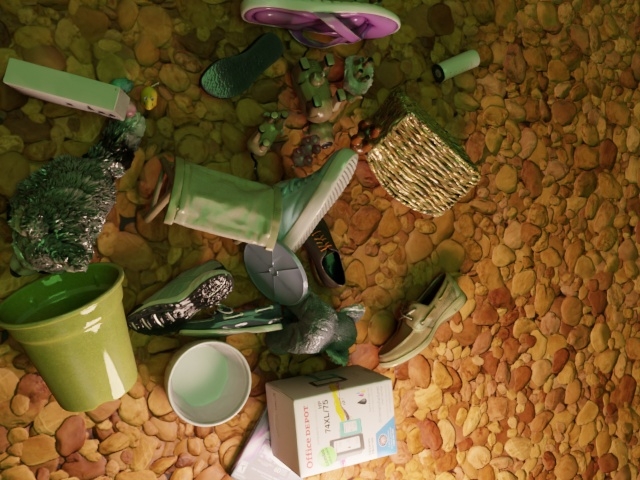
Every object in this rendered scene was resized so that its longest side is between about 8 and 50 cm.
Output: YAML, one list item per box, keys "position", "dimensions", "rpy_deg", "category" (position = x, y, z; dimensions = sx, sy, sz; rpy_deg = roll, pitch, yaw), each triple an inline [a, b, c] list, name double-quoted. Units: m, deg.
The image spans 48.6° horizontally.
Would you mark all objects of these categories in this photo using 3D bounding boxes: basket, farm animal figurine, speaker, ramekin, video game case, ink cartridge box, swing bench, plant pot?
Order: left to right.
- position: [-0.523, 0.221, 1.543]
  dimensions: [0.276, 0.276, 0.253]
  rpy_deg: [-24, 113, -22]
  category: "plant pot"
- position: [-0.282, 0.338, 1.724]
  dimensions: [0.207, 0.109, 0.207]
  rpy_deg: [-1, 93, -24]
  category: "ramekin"
- position: [-0.246, -0.088, 1.640]
  dimensions: [0.253, 0.255, 0.165]
  rpy_deg: [16, 85, -25]
  category: "swing bench"
- position: [-0.094, 0.531, 1.867]
  dimensions: [0.196, 0.026, 0.274]
  rpy_deg: [33, 80, -23]
  category: "video game case"
- position: [-0.025, -0.319, 1.792]
  dimensions: [0.331, 0.172, 0.326]
  rpy_deg: [2, 79, -17]
  category: "farm animal figurine"
- position: [0.024, 0.449, 1.795]
  dimensions: [0.270, 0.197, 0.198]
  rpy_deg: [-7, 95, -24]
  category: "ink cartridge box"
- position: [0.257, -0.230, 1.957]
  dimensions: [0.299, 0.223, 0.213]
  rpy_deg: [37, 110, -22]
  category: "basket"
- position: [0.389, -0.500, 2.025]
  dimensions: [0.136, 0.055, 0.055]
  rpy_deg: [-27, 103, -21]
  category: "speaker"

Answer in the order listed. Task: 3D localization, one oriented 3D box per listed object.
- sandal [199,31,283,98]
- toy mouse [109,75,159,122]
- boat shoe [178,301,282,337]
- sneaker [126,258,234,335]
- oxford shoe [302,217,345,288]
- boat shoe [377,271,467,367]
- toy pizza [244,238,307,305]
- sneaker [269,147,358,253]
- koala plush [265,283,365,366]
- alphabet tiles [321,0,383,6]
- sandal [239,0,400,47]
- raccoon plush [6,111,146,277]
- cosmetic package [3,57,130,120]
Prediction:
- position: [-0.197, -0.429, 1.766]
  dimensions: [0.254, 0.055, 0.097]
  rpy_deg: [-39, 115, -28]
  category: "sandal"
- position: [-0.448, -0.334, 1.623]
  dimensions: [0.143, 0.031, 0.160]
  rpy_deg: [7, 51, -15]
  category: "toy mouse"
- position: [-0.220, 0.195, 1.745]
  dimensions: [0.255, 0.095, 0.079]
  rpy_deg: [-5, 80, -4]
  category: "boat shoe"
- position: [-0.340, 0.137, 1.703]
  dimensions: [0.272, 0.108, 0.100]
  rpy_deg: [-28, 130, -6]
  category: "sneaker"
- position: [0.000, 0.000, 1.844]
  dimensions: [0.097, 0.098, 0.271]
  rpy_deg: [-32, 105, -20]
  category: "oxford shoe"
- position: [0.266, 0.220, 1.975]
  dimensions: [0.341, 0.122, 0.110]
  rpy_deg: [-40, 103, -29]
  category: "boat shoe"
- position: [-0.107, 0.070, 1.751]
  dimensions: [0.032, 0.201, 0.201]
  rpy_deg: [-38, 108, -41]
  category: "toy pizza"
- position: [-0.055, -0.104, 1.706]
  dimensions: [0.150, 0.366, 0.135]
  rpy_deg: [40, 31, 4]
  category: "sneaker"
- position: [0.011, 0.228, 1.824]
  dimensions: [0.221, 0.203, 0.196]
  rpy_deg: [22, 83, -36]
  category: "koala plush"
- position: [0.060, -0.714, 1.785]
  dimensions: [0.285, 0.011, 0.342]
  rpy_deg: [1, 126, -25]
  category: "alphabet tiles"
- position: [-0.001, -0.533, 1.784]
  dimensions: [0.417, 0.169, 0.102]
  rpy_deg: [2, 85, -18]
  category: "sandal"
- position: [-0.514, -0.120, 1.491]
  dimensions: [0.216, 0.299, 0.446]
  rpy_deg: [24, 82, -24]
  category: "raccoon plush"
- position: [-0.545, -0.324, 1.532]
  dimensions: [0.239, 0.099, 0.060]
  rpy_deg: [15, 85, -1]
  category: "cosmetic package"
